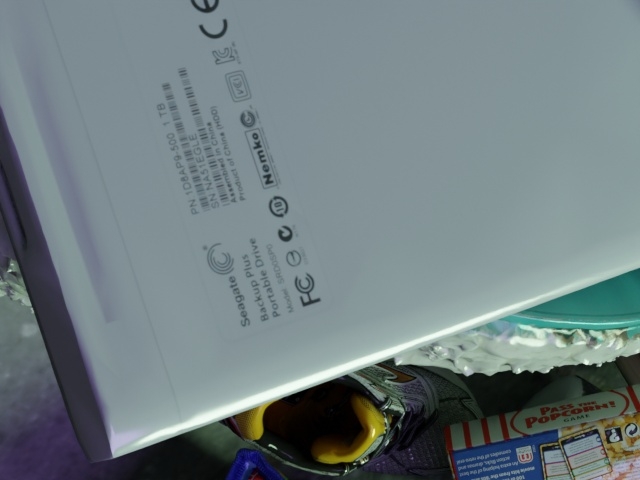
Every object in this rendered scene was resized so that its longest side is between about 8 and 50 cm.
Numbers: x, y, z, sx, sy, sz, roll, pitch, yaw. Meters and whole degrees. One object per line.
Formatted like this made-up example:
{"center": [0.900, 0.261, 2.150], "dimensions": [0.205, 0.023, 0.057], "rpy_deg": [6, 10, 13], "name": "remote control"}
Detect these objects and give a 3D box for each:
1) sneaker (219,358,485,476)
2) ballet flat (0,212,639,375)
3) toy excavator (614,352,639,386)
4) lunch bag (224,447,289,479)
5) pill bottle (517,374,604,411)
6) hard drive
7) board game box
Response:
{"center": [0.015, 0.104, 1.040], "dimensions": [0.225, 0.093, 0.088], "rpy_deg": [17, 109, -40], "name": "sneaker"}
{"center": [0.000, 0.000, 0.937], "dimensions": [0.409, 0.147, 0.147], "rpy_deg": [10, 115, -26], "name": "ballet flat"}
{"center": [0.258, -0.109, 1.002], "dimensions": [0.445, 0.222, 0.433], "rpy_deg": [-42, 135, 19], "name": "toy excavator"}
{"center": [-0.047, 0.297, 1.013], "dimensions": [0.293, 0.138, 0.221], "rpy_deg": [-55, 153, -13], "name": "lunch bag"}
{"center": [0.219, 0.203, 1.136], "dimensions": [0.246, 0.130, 0.130], "rpy_deg": [35, 100, -7], "name": "pill bottle"}
{"center": [0.017, -0.063, 0.847], "dimensions": [0.353, 0.047, 0.233], "rpy_deg": [-18, 88, -29], "name": "hard drive"}
{"center": [0.163, 0.187, 1.042], "dimensions": [0.147, 0.045, 0.193], "rpy_deg": [-12, 103, 4], "name": "board game box"}
